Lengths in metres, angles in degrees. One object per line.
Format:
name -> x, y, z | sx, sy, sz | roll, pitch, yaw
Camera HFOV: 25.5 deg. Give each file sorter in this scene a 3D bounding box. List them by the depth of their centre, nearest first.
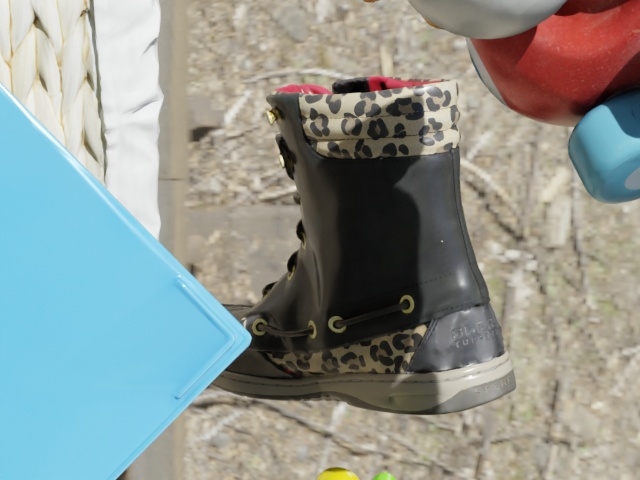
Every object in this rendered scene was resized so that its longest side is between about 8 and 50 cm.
file sorter -> -0.127, 0.012, 0.424 | 0.170, 0.104, 0.118 | 46, 78, -4

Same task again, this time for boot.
boot -> 0.000, 0.000, 1.279 | 0.138, 0.377, 0.284 | -17, 105, -42

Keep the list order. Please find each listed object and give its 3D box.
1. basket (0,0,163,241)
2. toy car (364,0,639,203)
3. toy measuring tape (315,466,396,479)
basket -> -0.251, -0.153, 0.780 | 0.266, 0.328, 0.331 | -6, 114, -21
toy car -> 0.108, -0.156, 0.809 | 0.238, 0.210, 0.219 | -3, 56, -32
toy measuring tape -> 0.071, 0.318, 1.265 | 0.121, 0.121, 0.330 | -48, 123, -23
